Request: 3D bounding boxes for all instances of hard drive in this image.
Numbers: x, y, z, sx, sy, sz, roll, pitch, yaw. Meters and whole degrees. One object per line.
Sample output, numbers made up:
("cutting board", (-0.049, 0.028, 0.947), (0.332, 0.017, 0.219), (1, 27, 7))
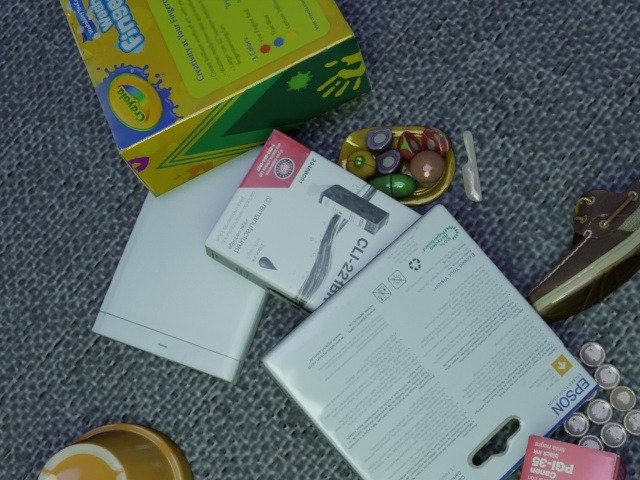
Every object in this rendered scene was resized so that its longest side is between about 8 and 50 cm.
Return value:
("hard drive", (-0.174, 0.013, 1.571), (0.233, 0.047, 0.353), (18, 79, 12))

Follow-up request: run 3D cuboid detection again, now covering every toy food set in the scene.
("toy food set", (0.131, -0.121, 1.546), (0.218, 0.071, 0.128), (-1, 76, 8))

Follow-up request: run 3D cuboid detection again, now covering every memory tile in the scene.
("memory tile", (0.380, 0.224, 1.450), (0.113, 0.012, 0.148), (-30, 73, 0))

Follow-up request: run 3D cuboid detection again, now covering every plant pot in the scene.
("plant pot", (-0.296, 0.351, 1.428), (0.205, 0.188, 0.205), (-2, 75, 8))

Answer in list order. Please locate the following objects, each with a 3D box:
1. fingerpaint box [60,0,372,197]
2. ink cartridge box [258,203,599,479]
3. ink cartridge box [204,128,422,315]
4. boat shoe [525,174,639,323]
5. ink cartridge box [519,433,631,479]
("fingerpaint box", (-0.185, -0.347, 1.580), (0.371, 0.163, 0.444), (-27, 64, 1))
("ink cartridge box", (0.144, 0.177, 1.378), (0.324, 0.071, 0.330), (-40, 89, -12))
("ink cartridge box", (0.000, 0.000, 1.482), (0.273, 0.114, 0.197), (31, 81, 0))
("boat shoe", (0.409, -0.017, 1.460), (0.342, 0.123, 0.123), (-38, 65, -6))
("ink cartridge box", (0.301, 0.409, 1.295), (0.117, 0.207, 0.283), (10, 72, 24))
